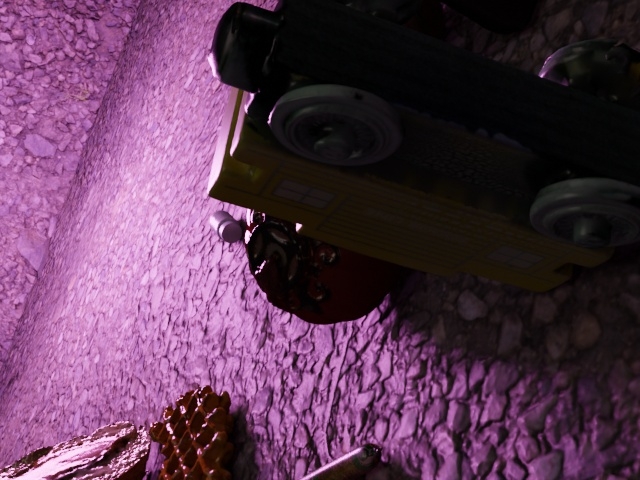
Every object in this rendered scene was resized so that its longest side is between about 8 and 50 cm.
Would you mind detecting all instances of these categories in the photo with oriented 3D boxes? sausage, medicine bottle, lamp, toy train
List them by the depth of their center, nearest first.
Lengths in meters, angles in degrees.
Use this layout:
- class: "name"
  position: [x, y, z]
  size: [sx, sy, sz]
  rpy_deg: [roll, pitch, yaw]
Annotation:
- class: "toy train"
  position: [0.102, -0.082, 0.749]
  size: [0.272, 0.442, 0.179]
  rpy_deg: [137, 146, -61]
- class: "sausage"
  position: [-0.006, 0.308, 1.048]
  size: [0.269, 0.033, 0.032]
  rpy_deg: [-41, 38, 40]
- class: "lamp"
  position: [0.000, 0.000, 1.071]
  size: [0.227, 0.227, 0.227]
  rpy_deg: [-40, 38, 41]
- class: "medicine bottle"
  position: [-0.180, -0.026, 1.583]
  size: [0.047, 0.047, 0.083]
  rpy_deg: [-64, 29, 6]

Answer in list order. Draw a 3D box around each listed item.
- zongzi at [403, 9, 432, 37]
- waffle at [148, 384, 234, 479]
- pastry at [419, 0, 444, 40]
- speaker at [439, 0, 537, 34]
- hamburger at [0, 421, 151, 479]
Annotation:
- class: "zongzi"
  position: [0.115, -0.207, 1.048]
  size: [0.115, 0.228, 0.256]
  rpy_deg: [-23, 36, -6]
- class: "waffle"
  position: [-0.216, 0.375, 1.336]
  size: [0.260, 0.069, 0.293]
  rpy_deg: [-35, 39, 41]
- class: "pastry"
  position: [0.049, -0.327, 1.210]
  size: [0.240, 0.235, 0.132]
  rpy_deg: [-38, 34, 25]
- class: "speaker"
  position: [0.222, -0.470, 1.088]
  size: [0.388, 0.180, 0.184]
  rpy_deg: [-68, 21, -4]
- class: "hamburger"
  position: [-0.442, 0.482, 1.495]
  size: [0.162, 0.330, 0.209]
  rpy_deg: [41, 148, 54]
